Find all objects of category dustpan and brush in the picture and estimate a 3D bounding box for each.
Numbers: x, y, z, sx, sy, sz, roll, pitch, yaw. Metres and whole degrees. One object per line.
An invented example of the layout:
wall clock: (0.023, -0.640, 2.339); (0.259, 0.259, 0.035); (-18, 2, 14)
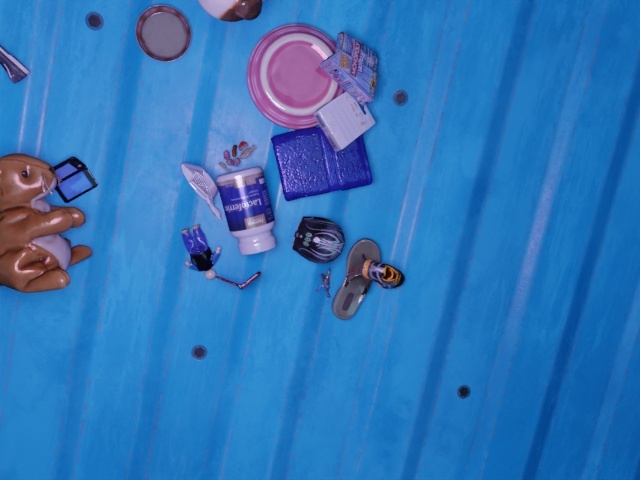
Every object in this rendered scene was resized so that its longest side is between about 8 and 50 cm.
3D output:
dustpan and brush: (-0.369, -0.151, 1.698); (0.060, 0.147, 0.211); (-52, 131, -16)

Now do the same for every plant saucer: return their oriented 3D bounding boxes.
plant saucer: (-0.070, -0.528, 1.688); (0.332, 0.084, 0.332); (-1, 100, -9)
plant saucer: (-0.487, -0.642, 1.635); (0.168, 0.029, 0.168); (-1, 99, -9)

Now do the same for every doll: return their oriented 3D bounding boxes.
doll: (-0.394, 0.043, 1.747); (0.129, 0.046, 0.189); (-20, 101, -4)

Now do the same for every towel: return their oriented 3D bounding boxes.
towel: (0.005, -0.267, 1.750); (0.308, 0.076, 0.228); (-13, 96, -7)

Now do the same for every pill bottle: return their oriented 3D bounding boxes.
pill bottle: (-0.232, -0.096, 1.696); (0.153, 0.153, 0.265); (-15, 101, -6)

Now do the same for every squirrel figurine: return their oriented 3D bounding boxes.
squirrel figurine: (-0.907, -0.058, 1.524); (0.397, 0.281, 0.370); (-8, 110, 2)

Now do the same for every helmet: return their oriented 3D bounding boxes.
helmet: (0.000, 0.000, 1.750); (0.161, 0.169, 0.169); (19, 96, 6)

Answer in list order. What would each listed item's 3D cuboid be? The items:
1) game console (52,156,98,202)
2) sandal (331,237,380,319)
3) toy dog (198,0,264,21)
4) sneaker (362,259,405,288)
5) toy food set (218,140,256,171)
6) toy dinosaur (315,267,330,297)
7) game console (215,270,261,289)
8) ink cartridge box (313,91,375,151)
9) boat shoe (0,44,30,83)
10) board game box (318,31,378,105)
game console: (-0.785, -0.189, 1.641); (0.122, 0.107, 0.071); (-31, 74, -3)
sandal: (0.133, 0.142, 1.821); (0.120, 0.086, 0.303); (18, 96, -11)
toy dog: (-0.201, -0.806, 1.479); (0.284, 0.395, 0.408); (28, 85, -21)
sneaker: (0.234, 0.122, 1.798); (0.215, 0.083, 0.084); (18, 81, -47)
toy food set: (-0.277, -0.283, 1.709); (0.078, 0.019, 0.122); (38, 80, 26)
toy dinosaur: (0.025, 0.156, 1.833); (0.090, 0.047, 0.082); (-38, 121, -12)
game console: (-0.268, 0.115, 1.729); (0.124, 0.144, 0.085); (-38, 92, -8)
ink cartridge box: (0.078, -0.393, 1.689); (0.179, 0.045, 0.145); (-42, 107, -31)
boat shoe: (-0.969, -0.554, 1.553); (0.206, 0.075, 0.065); (42, 88, -17)
board game box: (0.093, -0.558, 1.653); (0.194, 0.060, 0.194); (20, 72, -34)
